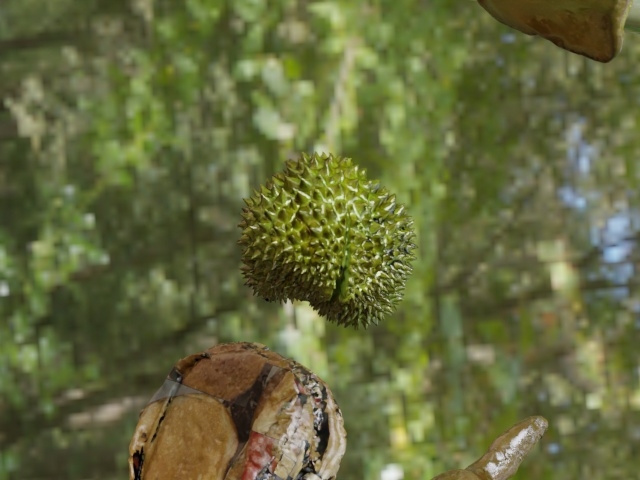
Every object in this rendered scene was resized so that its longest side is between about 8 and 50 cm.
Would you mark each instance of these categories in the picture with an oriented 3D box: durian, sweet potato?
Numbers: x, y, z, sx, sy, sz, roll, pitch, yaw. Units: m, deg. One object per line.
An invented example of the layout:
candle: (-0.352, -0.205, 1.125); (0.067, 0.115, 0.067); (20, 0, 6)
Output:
durian: (0.014, -0.001, 1.738); (0.198, 0.159, 0.146); (29, 81, -74)
sweet potato: (0.141, 0.257, 1.923); (0.075, 0.269, 0.075); (27, -47, 33)

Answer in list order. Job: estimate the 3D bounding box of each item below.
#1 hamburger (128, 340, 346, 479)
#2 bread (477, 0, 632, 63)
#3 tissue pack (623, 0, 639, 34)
hamburger: (-0.089, 0.204, 1.913); (0.107, 0.231, 0.231); (36, 34, -45)
bread: (0.200, -0.263, 1.651); (0.161, 0.088, 0.233); (34, -32, 29)
tissue pack: (0.254, -0.326, 1.955); (0.332, 0.405, 0.205); (-138, -120, -66)
